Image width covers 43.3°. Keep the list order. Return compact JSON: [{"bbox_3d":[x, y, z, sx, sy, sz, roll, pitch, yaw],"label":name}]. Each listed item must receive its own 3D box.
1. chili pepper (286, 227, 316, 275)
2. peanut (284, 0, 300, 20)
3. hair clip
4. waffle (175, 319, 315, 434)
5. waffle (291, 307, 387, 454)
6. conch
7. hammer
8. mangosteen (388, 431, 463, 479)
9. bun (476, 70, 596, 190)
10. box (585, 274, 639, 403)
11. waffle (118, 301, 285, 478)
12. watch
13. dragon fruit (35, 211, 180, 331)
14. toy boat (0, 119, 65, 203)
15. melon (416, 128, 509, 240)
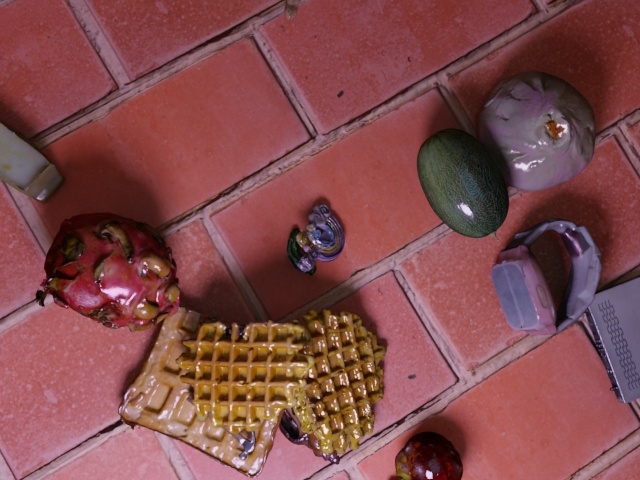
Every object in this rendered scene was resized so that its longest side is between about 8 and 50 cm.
[{"bbox_3d":[-0.053,0.032,1.883,0.055,0.035,0.118,-19,78,-30],"label":"chili pepper"},{"bbox_3d":[-0.067,-0.569,1.943,0.037,0.037,0.083,10,80,-5],"label":"peanut"},{"bbox_3d":[0.000,0.000,1.871,0.116,0.049,0.172,46,55,-19],"label":"hair clip"},{"bbox_3d":[-0.167,0.261,1.687,0.309,0.065,0.283,-45,68,6],"label":"waffle"},{"bbox_3d":[0.033,0.309,1.776,0.307,0.060,0.312,29,65,-36],"label":"waffle"},{"bbox_3d":[-0.043,0.421,1.826,0.232,0.080,0.086,26,68,22],"label":"conch"},{"bbox_3d":[-0.213,0.391,1.736,0.182,0.017,0.062,39,88,6],"label":"hammer"},{"bbox_3d":[0.231,0.520,1.803,0.181,0.146,0.156,-36,91,-8],"label":"mangosteen"},{"bbox_3d":[0.520,-0.266,1.896,0.293,0.187,0.293,0,82,-4],"label":"bun"},{"bbox_3d":[0.753,0.234,1.937,0.210,0.045,0.270,-21,87,-7],"label":"box"},{"bbox_3d":[-0.236,0.326,1.790,0.348,0.077,0.304,23,84,6],"label":"waffle"},{"bbox_3d":[0.544,0.078,1.895,0.241,0.162,0.253,-18,89,-20],"label":"watch"},{"bbox_3d":[-0.432,0.071,1.726,0.291,0.269,0.250,26,83,9],"label":"dragon fruit"},{"bbox_3d":[-0.711,-0.200,1.814,0.276,0.084,0.111,40,84,-2],"label":"toy boat"},{"bbox_3d":[0.334,-0.123,1.864,0.182,0.182,0.288,-26,85,-8],"label":"melon"}]
